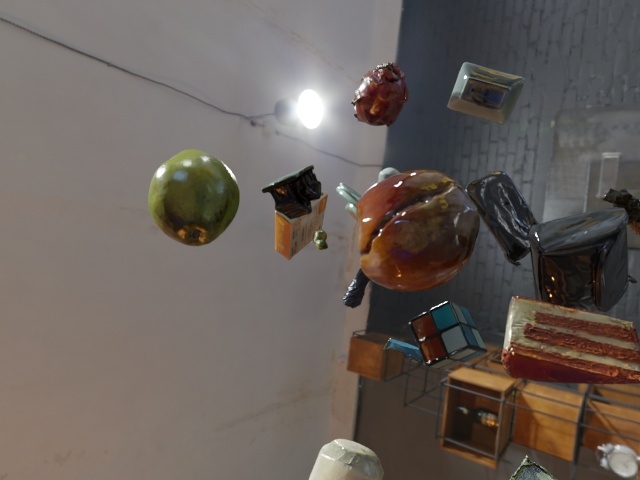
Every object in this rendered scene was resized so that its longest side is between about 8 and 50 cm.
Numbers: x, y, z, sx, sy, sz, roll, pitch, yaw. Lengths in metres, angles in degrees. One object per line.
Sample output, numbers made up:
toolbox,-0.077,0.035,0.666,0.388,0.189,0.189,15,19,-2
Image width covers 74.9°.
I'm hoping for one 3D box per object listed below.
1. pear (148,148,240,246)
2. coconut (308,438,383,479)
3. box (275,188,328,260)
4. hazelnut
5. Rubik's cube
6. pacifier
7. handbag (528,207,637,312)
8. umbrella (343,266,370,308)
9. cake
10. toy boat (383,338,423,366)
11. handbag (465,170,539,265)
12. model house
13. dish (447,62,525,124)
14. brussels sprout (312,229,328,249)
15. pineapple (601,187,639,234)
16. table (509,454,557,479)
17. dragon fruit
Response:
pear,-0.301,-0.102,1.005,0.212,0.213,0.269,42,-155,-48
coconut,0.073,0.730,1.252,0.224,0.224,0.233,30,-112,-52
box,-0.082,-0.073,1.675,0.221,0.091,0.273,-43,-20,-26
hazelnut,0.261,-0.026,1.178,0.316,0.373,0.371,20,-101,-46
Rubik's cube,0.449,0.340,1.480,0.167,0.180,0.183,24,-143,-48
pacifier,0.226,-0.185,1.724,0.288,0.343,0.269,21,-74,-47
handbag,0.740,0.080,1.155,0.177,0.275,0.301,-79,-30,-52
umbrella,0.155,0.128,1.501,0.071,0.071,0.248,19,-83,-53
cake,0.526,0.209,0.912,0.160,0.262,0.158,41,-128,-33
toy boat,0.384,0.515,1.920,0.075,0.186,0.077,6,-81,-78
handbag,0.658,-0.083,1.476,0.192,0.075,0.332,-24,-102,-18
model house,-0.074,-0.147,1.352,0.152,0.166,0.106,64,-158,-19
dish,0.632,-0.565,1.609,0.080,0.244,0.181,-39,-32,-60
brussels sprout,0.000,0.001,1.409,0.046,0.051,0.083,28,-149,-23
pineapple,1.140,-0.102,1.510,0.248,0.128,0.128,26,-111,-11
table,0.423,0.482,0.820,0.062,0.079,0.083,-40,-47,-18
dragon fruit,0.257,-0.614,1.810,0.251,0.315,0.250,22,-131,-27
